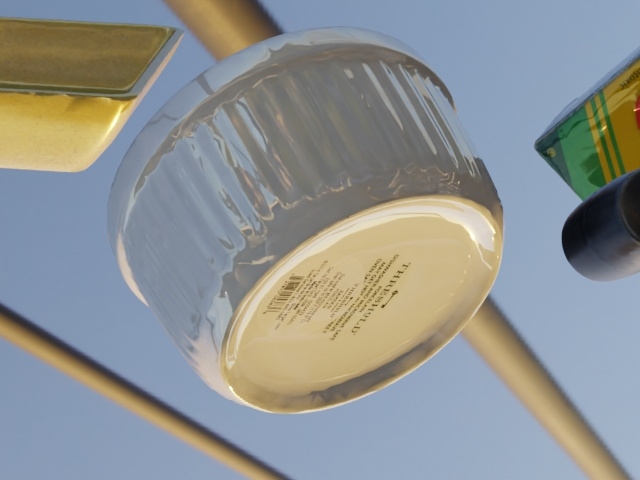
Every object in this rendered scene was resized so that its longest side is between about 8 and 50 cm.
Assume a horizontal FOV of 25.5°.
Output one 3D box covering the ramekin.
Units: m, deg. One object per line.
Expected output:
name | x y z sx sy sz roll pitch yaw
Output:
ramekin | 0.000 0.000 0.756 0.207 0.109 0.207 -20 -37 -16

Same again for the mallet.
mallet | 0.190 -0.026 0.619 0.190 0.062 0.039 -18 -99 -26

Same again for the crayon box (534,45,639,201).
crayon box | 0.336 -0.022 1.008 0.318 0.202 0.081 46 -142 -1

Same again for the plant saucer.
plant saucer | -0.302 -0.133 1.239 0.333 0.333 0.081 3 -72 1
